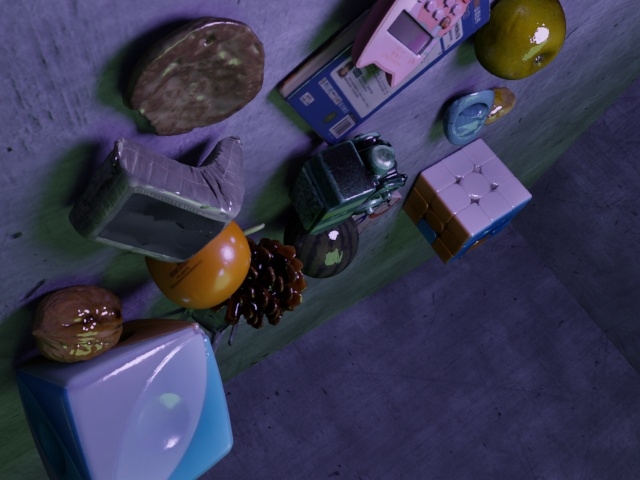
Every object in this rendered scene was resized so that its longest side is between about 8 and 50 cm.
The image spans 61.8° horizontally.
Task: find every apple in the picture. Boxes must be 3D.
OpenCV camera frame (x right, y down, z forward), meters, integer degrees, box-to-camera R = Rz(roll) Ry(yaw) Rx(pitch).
[{"bbox_3d":[0.437,-0.446,1.168,0.197,0.156,0.196,-26,160,-10],"label":"apple"}]

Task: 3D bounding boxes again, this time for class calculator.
[{"bbox_3d":[0.189,-0.403,0.866,0.329,0.048,0.220,-46,159,22],"label":"calculator"}]

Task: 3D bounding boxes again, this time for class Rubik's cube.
[{"bbox_3d":[0.519,-0.135,1.946,0.290,0.291,0.291,-31,164,-16],"label":"Rubik's cube"},{"bbox_3d":[-0.451,0.395,1.252,0.347,0.351,0.352,-5,-171,44],"label":"Rubik's cube"}]

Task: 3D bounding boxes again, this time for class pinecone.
[{"bbox_3d":[-0.180,0.101,1.354,0.264,0.264,0.264,-32,163,-11],"label":"pinecone"}]

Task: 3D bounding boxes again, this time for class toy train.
[{"bbox_3d":[0.053,-0.133,1.250,0.238,0.166,0.299,-23,171,-21],"label":"toy train"}]

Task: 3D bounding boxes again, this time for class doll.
[{"bbox_3d":[-0.238,0.033,1.135,0.213,0.213,0.236,-41,176,20],"label":"doll"}]

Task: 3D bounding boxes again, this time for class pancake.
[{"bbox_3d":[-0.176,-0.230,0.774,0.222,0.042,0.236,-38,165,19],"label":"pancake"}]

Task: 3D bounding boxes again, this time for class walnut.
[{"bbox_3d":[-0.493,0.169,1.082,0.155,0.155,0.184,-42,163,23],"label":"walnut"}]

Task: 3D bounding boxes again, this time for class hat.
[{"bbox_3d":[0.399,-0.356,1.476,0.138,0.077,0.190,-16,146,-16],"label":"hat"}]

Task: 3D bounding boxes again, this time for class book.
[{"bbox_3d":[0.139,-0.362,1.024,0.428,0.039,0.300,-38,163,10],"label":"book"}]

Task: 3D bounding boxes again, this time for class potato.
[{"bbox_3d":[0.494,-0.389,1.545,0.138,0.091,0.070,-38,150,10],"label":"potato"}]

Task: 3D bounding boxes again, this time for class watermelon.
[{"bbox_3d":[0.000,0.000,1.458,0.212,0.212,0.212,-32,163,-11],"label":"watermelon"}]

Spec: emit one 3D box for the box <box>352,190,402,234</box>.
[{"bbox_3d":[0.085,-0.051,1.741,0.353,0.069,0.214,-44,161,24],"label":"box"}]

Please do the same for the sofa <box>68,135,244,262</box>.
[{"bbox_3d":[-0.265,-0.091,0.889,0.226,0.175,0.210,18,140,-34],"label":"sofa"}]

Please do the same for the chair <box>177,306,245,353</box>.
[{"bbox_3d":[-0.294,0.226,1.575,0.203,0.190,0.274,-44,-170,29],"label":"chair"}]
